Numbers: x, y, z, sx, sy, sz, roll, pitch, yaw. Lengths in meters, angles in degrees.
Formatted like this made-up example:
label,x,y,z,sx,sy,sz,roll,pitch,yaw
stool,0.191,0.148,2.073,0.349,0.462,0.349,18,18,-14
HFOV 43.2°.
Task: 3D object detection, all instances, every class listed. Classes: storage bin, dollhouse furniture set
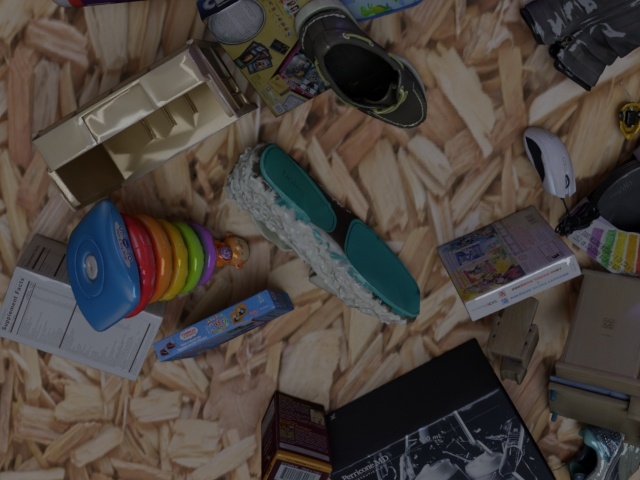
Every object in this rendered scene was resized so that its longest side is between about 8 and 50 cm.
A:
label,x,y,z,sx,sy,sz,roll,pitch,yaw
storage bin,-0.245,-0.173,1.175,0.262,0.260,0.123,-28,100,8
dollhouse furniture set,0.487,0.216,1.499,0.286,0.198,0.303,11,150,26

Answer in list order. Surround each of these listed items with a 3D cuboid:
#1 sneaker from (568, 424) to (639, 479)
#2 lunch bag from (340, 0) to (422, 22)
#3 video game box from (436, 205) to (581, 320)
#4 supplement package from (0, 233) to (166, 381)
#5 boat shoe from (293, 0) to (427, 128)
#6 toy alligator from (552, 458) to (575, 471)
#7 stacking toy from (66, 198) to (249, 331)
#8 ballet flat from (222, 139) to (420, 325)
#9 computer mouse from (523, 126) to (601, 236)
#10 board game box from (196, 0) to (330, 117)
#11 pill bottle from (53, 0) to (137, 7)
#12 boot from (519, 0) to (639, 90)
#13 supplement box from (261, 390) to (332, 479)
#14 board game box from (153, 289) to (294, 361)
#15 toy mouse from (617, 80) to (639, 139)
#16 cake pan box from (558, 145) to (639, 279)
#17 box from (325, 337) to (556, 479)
label,x,y,z,sx,sy,sz,roll,pitch,yaw
sneaker,0.548,0.482,1.607,0.122,0.110,0.283,-1,103,-8
lunch bag,0.067,-0.433,1.154,0.176,0.090,0.219,-6,118,39
video game box,0.304,0.033,1.340,0.187,0.205,0.048,-22,114,5
supplement package,-0.394,0.111,1.354,0.244,0.134,0.139,22,110,-14
boat shoe,0.074,-0.238,1.204,0.109,0.091,0.305,-35,142,20
toy alligator,0.425,0.478,1.626,0.190,0.056,0.051,-34,78,-9
stacking toy,-0.231,0.029,1.293,0.302,0.175,0.166,-5,160,-43
ballet flat,0.000,0.000,1.361,0.147,0.147,0.409,-41,107,12
computer mouse,0.391,-0.106,1.321,0.106,0.042,0.193,-16,79,-34
board game box,-0.049,-0.296,1.185,0.165,0.042,0.243,-26,148,9
pill bottle,-0.225,-0.427,1.114,0.323,0.181,0.181,-7,113,-2
boot,0.492,-0.317,1.270,0.338,0.118,0.222,39,108,-7
supplement box,-0.047,0.369,1.462,0.104,0.188,0.080,20,111,-12
board game box,-0.160,0.146,1.379,0.212,0.160,0.039,-26,81,6
toy mouse,0.567,-0.203,1.355,0.143,0.031,0.161,-10,114,0
cake pan box,0.586,-0.037,1.391,0.267,0.070,0.246,35,113,-18
box,0.226,0.414,1.510,0.343,0.179,0.312,-30,111,8
